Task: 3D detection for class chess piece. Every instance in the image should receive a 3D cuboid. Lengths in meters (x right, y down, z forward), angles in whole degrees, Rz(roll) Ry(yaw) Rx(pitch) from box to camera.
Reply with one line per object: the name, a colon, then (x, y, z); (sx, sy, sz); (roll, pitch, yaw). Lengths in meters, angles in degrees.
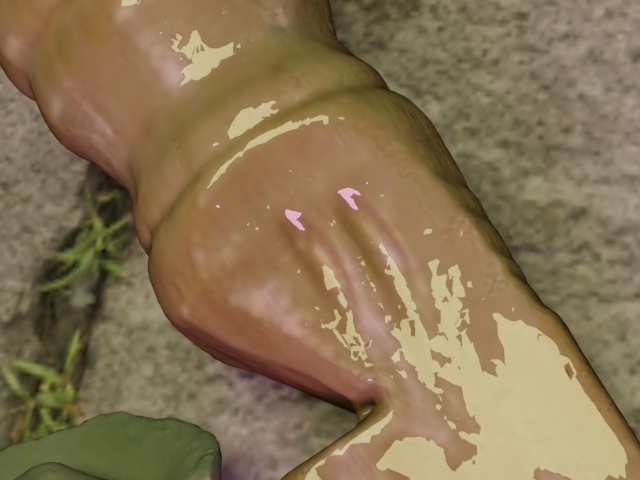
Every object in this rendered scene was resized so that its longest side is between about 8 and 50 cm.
chess piece: (0.000, 0.000, 0.643); (0.137, 0.137, 0.301); (-35, 72, 2)

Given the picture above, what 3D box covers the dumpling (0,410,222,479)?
dumpling: (-0.105, 0.157, 0.619); (0.108, 0.153, 0.219); (45, 66, -13)
